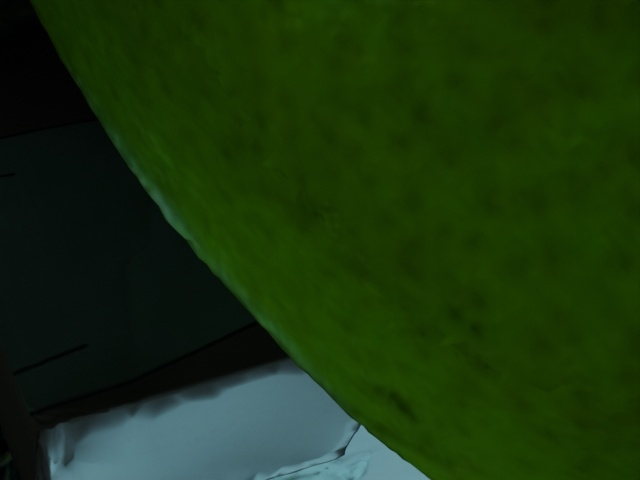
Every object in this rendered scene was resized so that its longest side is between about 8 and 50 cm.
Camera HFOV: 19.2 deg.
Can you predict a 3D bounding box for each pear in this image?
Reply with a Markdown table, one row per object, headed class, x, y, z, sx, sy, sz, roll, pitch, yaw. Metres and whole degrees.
| class | x | y | z | sx | sy | sz | roll | pitch | yaw |
| --- | --- | --- | --- | --- | --- | --- | --- | --- | --- |
| pear | 0.106 | -0.053 | 0.397 | 0.286 | 0.282 | 0.176 | -17 | 162 | -23 |

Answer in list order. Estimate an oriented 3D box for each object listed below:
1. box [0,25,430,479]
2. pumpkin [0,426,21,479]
| class | x | y | z | sx | sy | sz | roll | pitch | yaw |
| --- | --- | --- | --- | --- | --- | --- | --- | --- | --- |
| box | 0.000 | 0.000 | 0.559 | 0.215 | 0.215 | 0.086 | -15 | 124 | -14 |
| pumpkin | -0.168 | 0.122 | 0.818 | 0.249 | 0.216 | 0.250 | 0 | 156 | 0 |
